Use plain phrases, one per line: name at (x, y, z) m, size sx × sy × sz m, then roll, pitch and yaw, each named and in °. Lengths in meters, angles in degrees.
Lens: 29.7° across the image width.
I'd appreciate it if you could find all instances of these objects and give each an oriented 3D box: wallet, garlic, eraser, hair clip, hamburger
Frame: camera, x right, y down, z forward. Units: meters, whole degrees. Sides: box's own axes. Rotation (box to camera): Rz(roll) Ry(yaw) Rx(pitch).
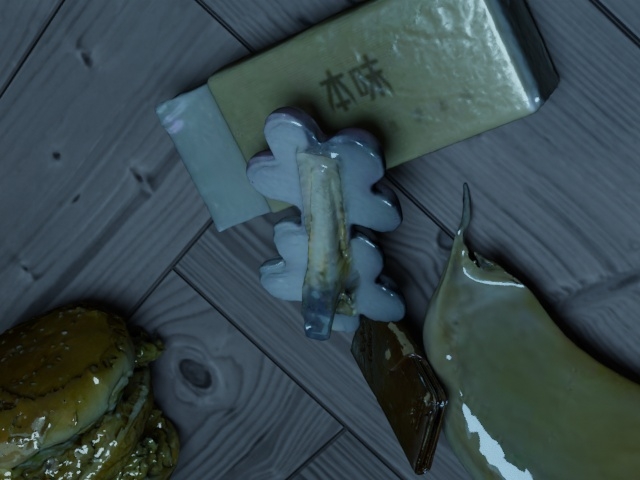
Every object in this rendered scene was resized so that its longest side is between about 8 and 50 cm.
wallet at (0.069, 0.126, 1.127) m, size 0.026 × 0.176 × 0.095 m, roll -1°, pitch 125°, yaw -20°
garlic at (0.196, 0.133, 1.112) m, size 0.338 × 0.151 × 0.196 m, roll 43°, pitch 100°, yaw 10°
eraser at (0.024, -0.128, 1.068) m, size 0.343 × 0.078 × 0.144 m, roll -21°, pitch 104°, yaw 29°
hair clip at (0.003, -0.005, 1.064) m, size 0.146 × 0.075 × 0.257 m, roll 15°, pitch 130°, yaw 22°
hamburger at (-0.269, 0.192, 1.261) m, size 0.245 × 0.260 × 0.211 m, roll 39°, pitch 156°, yaw 53°
